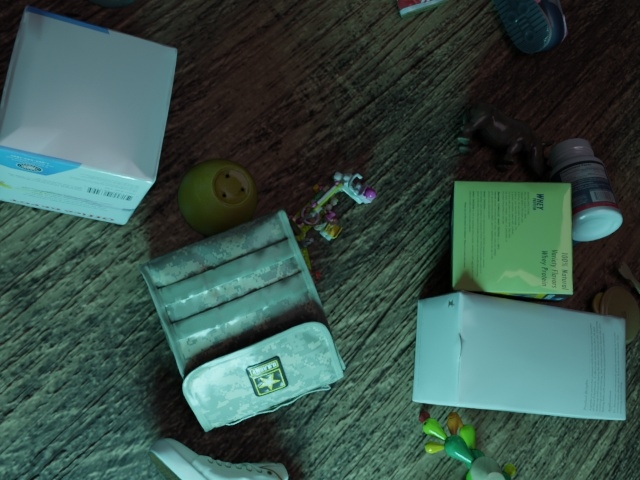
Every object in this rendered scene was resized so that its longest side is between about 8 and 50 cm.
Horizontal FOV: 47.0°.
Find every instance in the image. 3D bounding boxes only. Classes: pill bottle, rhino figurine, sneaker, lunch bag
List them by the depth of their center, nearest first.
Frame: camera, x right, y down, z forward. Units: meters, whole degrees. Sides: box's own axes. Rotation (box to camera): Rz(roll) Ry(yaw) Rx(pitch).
[{"bbox_3d":[-0.113,0.128,1.121,0.235,0.169,0.287,-21,91,-7],"label":"lunch bag"},{"bbox_3d":[-0.133,0.370,1.134,0.290,0.106,0.123,45,61,-20],"label":"sneaker"},{"bbox_3d":[0.498,-0.100,1.405,0.108,0.108,0.180,9,56,-21],"label":"pill bottle"},{"bbox_3d":[0.199,-0.486,1.447,0.118,0.042,0.067,-23,93,-22],"label":"sneaker"},{"bbox_3d":[0.376,-0.195,1.455,0.243,0.073,0.106,22,76,-20],"label":"rhino figurine"},{"bbox_3d":[0.421,-0.543,1.530,0.131,0.112,0.319,-18,91,-41],"label":"sneaker"}]

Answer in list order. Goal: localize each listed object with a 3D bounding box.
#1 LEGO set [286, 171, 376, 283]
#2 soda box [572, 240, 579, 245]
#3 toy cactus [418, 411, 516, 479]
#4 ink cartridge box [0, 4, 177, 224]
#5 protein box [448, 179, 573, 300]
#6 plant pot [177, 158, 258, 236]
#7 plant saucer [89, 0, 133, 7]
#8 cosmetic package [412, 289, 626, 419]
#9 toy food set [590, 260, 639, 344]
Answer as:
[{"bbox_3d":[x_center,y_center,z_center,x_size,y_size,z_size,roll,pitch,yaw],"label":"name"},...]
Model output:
[{"bbox_3d":[0.000,0.000,1.243,0.132,0.107,0.287,27,71,-16],"label":"LEGO set"},{"bbox_3d":[0.473,-0.018,1.467,0.210,0.067,0.071,-27,91,-25],"label":"soda box"},{"bbox_3d":[0.260,0.386,1.255,0.112,0.180,0.219,-41,93,-3],"label":"toy cactus"},{"bbox_3d":[-0.338,-0.157,1.039,0.198,0.270,0.197,12,75,-21],"label":"ink cartridge box"},{"bbox_3d":[0.337,0.005,1.327,0.201,0.136,0.199,1,79,7],"label":"protein box"},{"bbox_3d":[-0.156,-0.077,1.197,0.134,0.095,0.134,4,79,-23],"label":"plant pot"},{"bbox_3d":[-0.352,-0.445,1.219,0.119,0.021,0.119,4,79,-22],"label":"plant saucer"},{"bbox_3d":[0.363,0.214,1.333,0.366,0.155,0.196,11,76,-20],"label":"cosmetic package"},{"bbox_3d":[0.607,0.152,1.516,0.132,0.038,0.192,46,62,-17],"label":"toy food set"}]
